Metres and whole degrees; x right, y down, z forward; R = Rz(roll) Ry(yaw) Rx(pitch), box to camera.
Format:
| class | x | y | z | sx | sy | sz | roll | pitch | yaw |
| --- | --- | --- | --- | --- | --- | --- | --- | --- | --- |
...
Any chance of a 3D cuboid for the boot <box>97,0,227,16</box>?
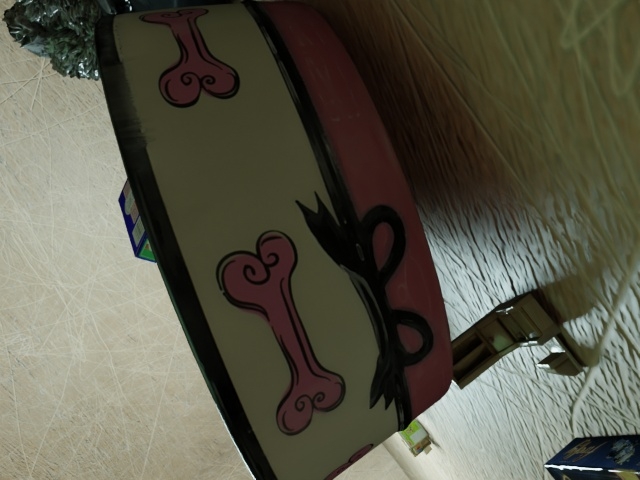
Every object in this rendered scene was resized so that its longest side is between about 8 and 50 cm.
| class | x | y | z | sx | sy | sz | roll | pitch | yaw |
| --- | --- | --- | --- | --- | --- | --- | --- | --- | --- |
| boot | -0.224 | -0.372 | 0.556 | 0.367 | 0.146 | 0.445 | 56 | 175 | 6 |

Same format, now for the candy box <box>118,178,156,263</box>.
| class | x | y | z | sx | sy | sz | roll | pitch | yaw |
| --- | --- | --- | --- | --- | --- | --- | --- | --- | --- |
| candy box | -0.227 | -0.028 | 1.255 | 0.317 | 0.122 | 0.268 | 19 | -163 | -32 |

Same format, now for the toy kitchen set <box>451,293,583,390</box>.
| class | x | y | z | sx | sy | sz | roll | pitch | yaw |
| --- | --- | --- | --- | --- | --- | --- | --- | --- | --- |
| toy kitchen set | 0.139 | 0.091 | 0.460 | 0.068 | 0.075 | 0.083 | 53 | 175 | 10 |

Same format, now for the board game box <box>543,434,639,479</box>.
| class | x | y | z | sx | sy | sz | roll | pitch | yaw |
| --- | --- | --- | --- | --- | --- | --- | --- | --- | --- |
| board game box | 0.251 | 0.206 | 0.398 | 0.165 | 0.042 | 0.243 | 52 | 170 | 17 |

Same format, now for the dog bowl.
| class | x | y | z | sx | sy | sz | roll | pitch | yaw |
| --- | --- | --- | --- | --- | --- | --- | --- | --- | --- |
| dog bowl | -0.029 | -0.006 | 0.517 | 0.408 | 0.150 | 0.408 | 159 | 90 | -86 |

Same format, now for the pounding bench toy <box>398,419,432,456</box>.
| class | x | y | z | sx | sy | sz | roll | pitch | yaw |
| --- | --- | --- | --- | --- | --- | --- | --- | --- | --- |
| pounding bench toy | 0.223 | 0.458 | 1.393 | 0.083 | 0.052 | 0.065 | 47 | 168 | 41 |

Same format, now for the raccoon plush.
| class | x | y | z | sx | sy | sz | roll | pitch | yaw |
| --- | --- | --- | --- | --- | --- | --- | --- | --- | --- |
| raccoon plush | -0.258 | -0.360 | 0.844 | 0.446 | 0.216 | 0.299 | 26 | 155 | -3 |
